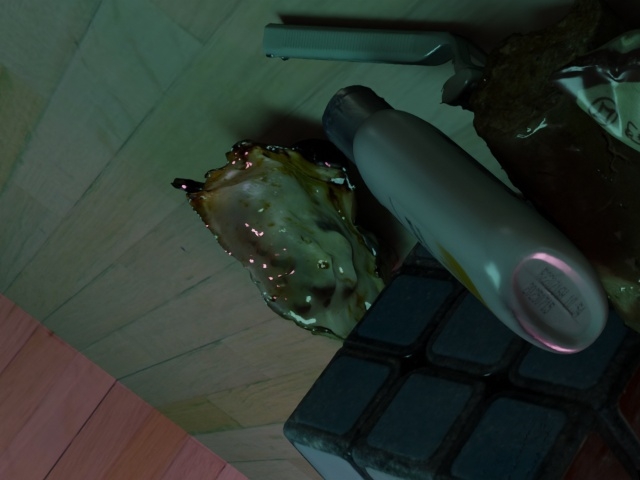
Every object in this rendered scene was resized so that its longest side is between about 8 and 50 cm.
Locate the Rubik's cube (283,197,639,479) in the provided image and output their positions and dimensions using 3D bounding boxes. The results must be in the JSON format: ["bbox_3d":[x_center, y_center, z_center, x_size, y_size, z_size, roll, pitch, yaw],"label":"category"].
[{"bbox_3d":[0.209,0.169,1.088,0.301,0.305,0.304,6,141,49],"label":"Rubik's cube"}]

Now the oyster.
[{"bbox_3d":[0.007,0.007,1.361,0.221,0.096,0.361,8,147,41],"label":"oyster"}]

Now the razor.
[{"bbox_3d":[0.053,-0.153,1.010,0.111,0.056,0.278,5,-167,-45],"label":"razor"}]

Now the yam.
[{"bbox_3d":[0.207,-0.049,0.872,0.238,0.128,0.129,47,179,-29],"label":"yam"}]

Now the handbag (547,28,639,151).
[{"bbox_3d":[0.282,-0.073,0.706,0.213,0.127,0.235,17,174,-41],"label":"handbag"}]

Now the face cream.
[{"bbox_3d":[0.087,-0.033,0.889,0.144,0.071,0.291,42,-175,-42],"label":"face cream"}]
